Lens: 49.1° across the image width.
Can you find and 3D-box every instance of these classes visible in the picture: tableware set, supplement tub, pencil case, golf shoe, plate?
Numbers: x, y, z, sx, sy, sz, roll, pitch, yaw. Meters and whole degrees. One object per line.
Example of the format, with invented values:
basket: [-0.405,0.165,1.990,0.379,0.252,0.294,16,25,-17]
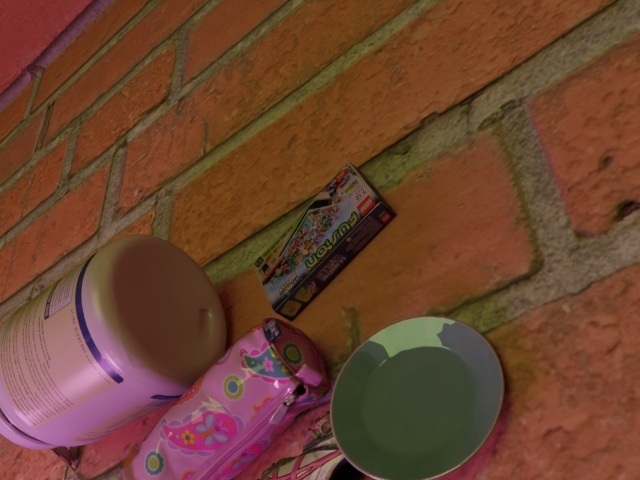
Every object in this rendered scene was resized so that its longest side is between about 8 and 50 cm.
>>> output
tableware set: [-0.468,0.310,1.154,0.169,0.141,0.020,12,53,49]
supplement tub: [-0.324,0.160,1.028,0.325,0.235,0.235,-30,44,28]
pencil case: [-0.112,0.220,0.853,0.284,0.124,0.124,-44,39,11]
golf shoe: [-0.014,0.269,0.754,0.186,0.067,0.086,-49,40,8]
plate: [0.099,0.162,0.723,0.188,0.024,0.188,-19,44,19]

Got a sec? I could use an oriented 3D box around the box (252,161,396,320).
box: [0.000,0.000,0.964,0.207,0.036,0.114,-46,39,11]
